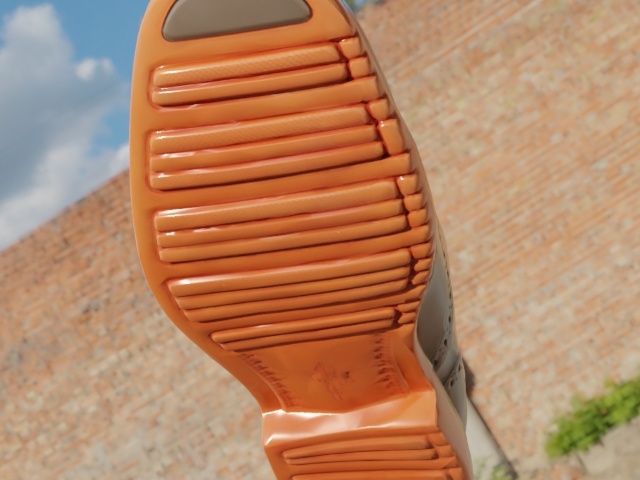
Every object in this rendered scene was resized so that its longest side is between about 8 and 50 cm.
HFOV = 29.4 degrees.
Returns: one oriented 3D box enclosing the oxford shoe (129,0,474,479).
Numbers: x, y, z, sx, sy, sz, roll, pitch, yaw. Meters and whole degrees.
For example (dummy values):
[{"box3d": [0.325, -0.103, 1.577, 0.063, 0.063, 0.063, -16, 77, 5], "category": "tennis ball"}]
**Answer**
[{"box3d": [0.000, 0.000, 0.596, 0.130, 0.132, 0.363, -3, -46, 11], "category": "oxford shoe"}]
